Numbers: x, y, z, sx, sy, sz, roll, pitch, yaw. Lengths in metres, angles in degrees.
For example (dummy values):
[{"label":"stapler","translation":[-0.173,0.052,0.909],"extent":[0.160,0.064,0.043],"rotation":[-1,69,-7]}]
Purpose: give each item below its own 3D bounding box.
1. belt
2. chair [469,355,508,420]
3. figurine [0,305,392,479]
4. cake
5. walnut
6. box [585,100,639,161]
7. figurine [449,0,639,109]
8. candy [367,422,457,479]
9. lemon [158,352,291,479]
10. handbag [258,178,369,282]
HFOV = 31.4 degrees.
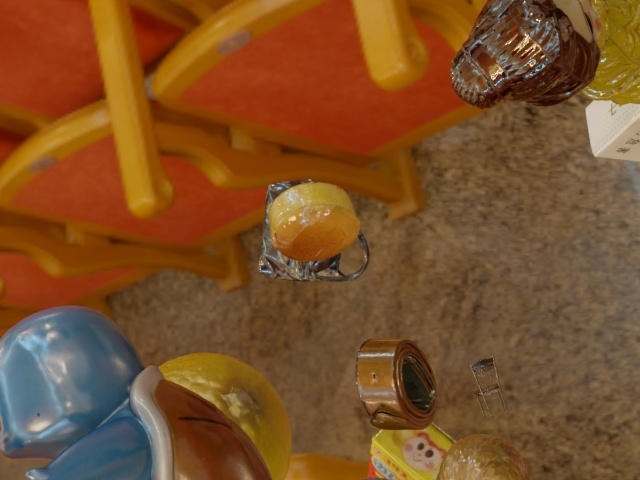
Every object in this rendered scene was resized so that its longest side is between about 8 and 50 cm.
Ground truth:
[{"label":"belt","translation":[0.055,0.103,0.795],"extent":[0.036,0.083,0.059],"rotation":[-5,55,27]},{"label":"chair","translation":[0.224,0.196,1.526],"extent":[0.042,0.037,0.086],"rotation":[-163,54,-81]},{"label":"figurine","translation":[-0.122,0.234,0.948],"extent":[0.416,0.298,0.243],"rotation":[29,78,3]},{"label":"cake","translation":[-0.007,-0.015,1.045],"extent":[0.084,0.084,0.044],"rotation":[-44,46,36]},{"label":"walnut","translation":[0.186,0.269,1.284],"extent":[0.105,0.124,0.105],"rotation":[2,94,39]},{"label":"box","translation":[0.592,-0.190,1.682],"extent":[0.210,0.330,0.095],"rotation":[128,145,-61]},{"label":"figurine","translation":[0.242,-0.202,1.073],"extent":[0.168,0.315,0.188],"rotation":[-12,96,31]},{"label":"candy","translation":[0.142,0.370,1.634],"extent":[0.146,0.088,0.276],"rotation":[39,148,25]},{"label":"lemon","translation":[-0.177,0.305,1.694],"extent":[0.293,0.293,0.293],"rotation":[-1,88,46]},{"label":"handbag","translation":[0.000,0.000,1.272],"extent":[0.139,0.072,0.115],"rotation":[21,110,41]}]
